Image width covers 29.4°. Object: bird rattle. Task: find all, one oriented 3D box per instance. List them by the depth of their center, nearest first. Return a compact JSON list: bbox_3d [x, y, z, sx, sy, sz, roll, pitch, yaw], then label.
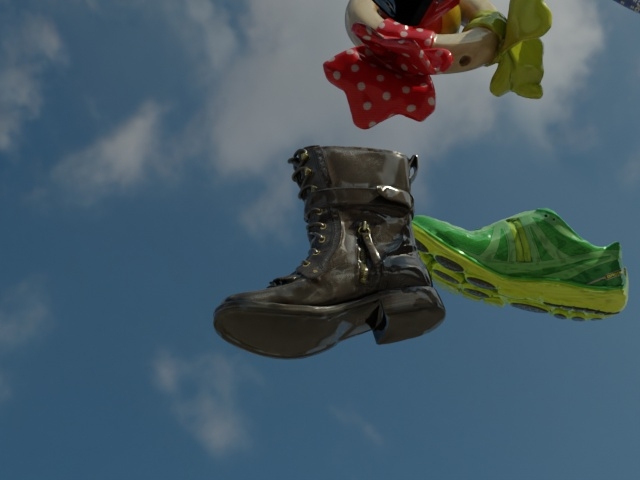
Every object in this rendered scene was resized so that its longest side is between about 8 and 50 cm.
[{"bbox_3d":[0.109,-0.200,1.225,0.253,0.207,0.143,-19,-50,-17],"label":"bird rattle"}]

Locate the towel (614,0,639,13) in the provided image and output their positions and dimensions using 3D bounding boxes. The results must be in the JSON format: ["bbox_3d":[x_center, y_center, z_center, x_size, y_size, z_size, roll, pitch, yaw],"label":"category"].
[{"bbox_3d":[0.442,-0.250,1.334,0.336,0.243,0.040,26,-64,11],"label":"towel"}]

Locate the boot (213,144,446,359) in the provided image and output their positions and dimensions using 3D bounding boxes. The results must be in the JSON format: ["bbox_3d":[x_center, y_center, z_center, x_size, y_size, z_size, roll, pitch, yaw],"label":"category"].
[{"bbox_3d":[0.000,0.000,1.279,0.263,0.229,0.091,-3,-33,-19],"label":"boot"}]

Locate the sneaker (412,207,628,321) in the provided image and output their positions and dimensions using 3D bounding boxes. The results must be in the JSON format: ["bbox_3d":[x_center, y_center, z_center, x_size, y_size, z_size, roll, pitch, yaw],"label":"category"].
[{"bbox_3d":[0.241,0.017,1.524,0.295,0.124,0.109,15,-21,-7],"label":"sneaker"}]

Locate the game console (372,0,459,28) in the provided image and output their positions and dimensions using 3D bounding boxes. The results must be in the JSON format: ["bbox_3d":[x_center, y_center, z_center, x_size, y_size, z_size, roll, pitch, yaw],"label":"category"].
[{"bbox_3d":[0.005,-0.337,0.969,0.060,0.386,0.342,-42,-91,-6],"label":"game console"}]
